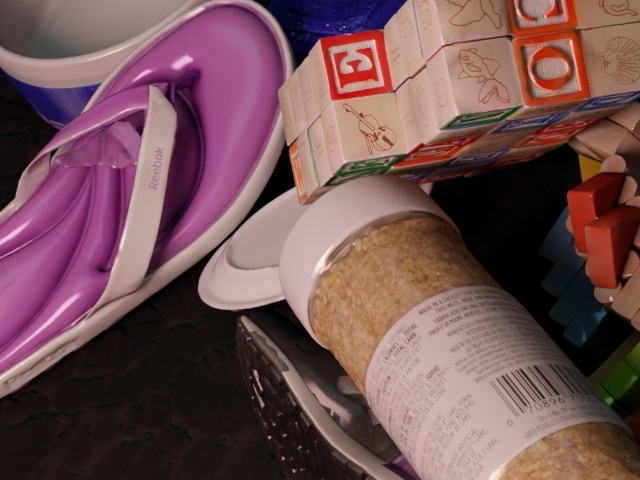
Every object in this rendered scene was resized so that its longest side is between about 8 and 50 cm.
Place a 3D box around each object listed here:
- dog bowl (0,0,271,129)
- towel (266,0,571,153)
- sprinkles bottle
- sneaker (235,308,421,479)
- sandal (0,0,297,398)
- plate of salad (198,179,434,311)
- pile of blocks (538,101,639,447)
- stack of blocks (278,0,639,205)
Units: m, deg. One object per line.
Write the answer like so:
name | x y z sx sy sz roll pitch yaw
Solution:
dog bowl | -0.169 -0.220 1.690 0.265 0.104 0.265 -14 49 17
towel | 0.111 -0.192 1.547 0.308 0.076 0.228 16 63 35
sprinkles bottle | 0.098 0.100 1.178 0.121 0.121 0.355 -35 44 -3
sneaker | 0.051 0.130 1.318 0.124 0.107 0.283 -26 44 -21
sandal | -0.176 -0.026 1.497 0.169 0.102 0.416 41 88 20
plate of salad | 0.000 0.000 1.449 0.200 0.048 0.200 -25 22 11
pile of blocks | 0.190 0.044 1.259 0.149 0.112 0.362 -29 49 25
stack of blocks | 0.084 -0.099 1.266 0.171 0.297 0.087 -9 85 -12
